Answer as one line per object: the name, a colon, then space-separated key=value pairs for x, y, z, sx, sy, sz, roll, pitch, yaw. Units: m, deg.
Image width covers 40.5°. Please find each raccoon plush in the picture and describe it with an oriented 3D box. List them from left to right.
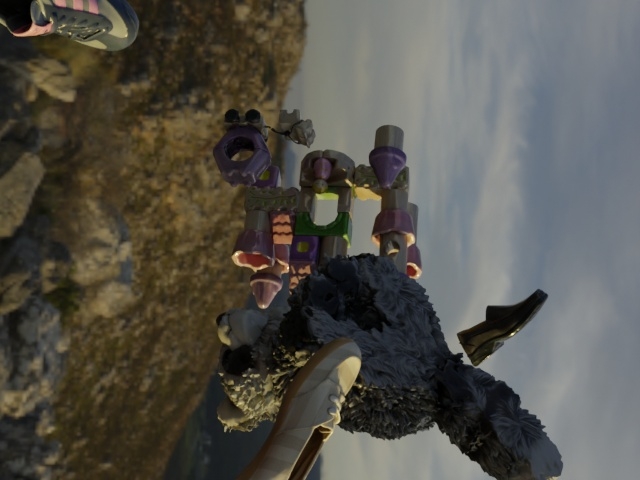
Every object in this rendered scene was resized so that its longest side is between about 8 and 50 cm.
raccoon plush: x=0.044 y=0.230 z=1.130 sx=0.446 sy=0.216 sz=0.299 roll=49 pitch=-46 yaw=14

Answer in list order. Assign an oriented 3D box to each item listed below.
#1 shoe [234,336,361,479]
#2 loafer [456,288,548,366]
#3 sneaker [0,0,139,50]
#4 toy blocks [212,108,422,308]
shoe: x=-0.017 y=0.196 z=0.852 sx=0.219 sy=0.058 sz=0.076 roll=-56 pitch=149 yaw=-9
loafer: x=0.277 y=0.124 z=1.336 sx=0.170 sy=0.061 sz=0.062 roll=-47 pitch=165 yaw=28
sneaker: x=-0.371 y=-0.309 z=1.169 sx=0.319 sy=0.112 sz=0.131 roll=22 pitch=49 yaw=-51
toy blocks: x=0.000 y=0.000 z=1.286 sx=0.309 sy=0.289 sz=0.260 roll=73 pitch=22 yaw=-61
